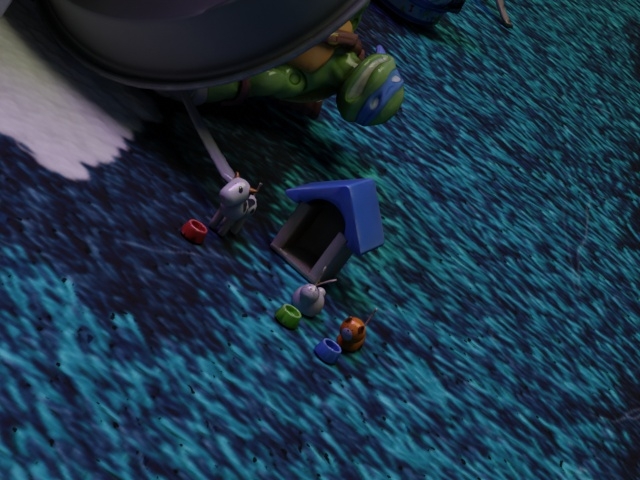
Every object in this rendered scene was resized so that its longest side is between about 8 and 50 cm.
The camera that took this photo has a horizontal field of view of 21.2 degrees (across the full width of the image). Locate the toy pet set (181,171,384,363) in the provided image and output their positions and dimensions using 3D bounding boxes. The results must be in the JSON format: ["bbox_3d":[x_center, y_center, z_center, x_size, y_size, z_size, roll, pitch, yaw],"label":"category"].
[{"bbox_3d":[0.000,0.000,1.014,0.122,0.065,0.114,41,21,12],"label":"toy pet set"}]

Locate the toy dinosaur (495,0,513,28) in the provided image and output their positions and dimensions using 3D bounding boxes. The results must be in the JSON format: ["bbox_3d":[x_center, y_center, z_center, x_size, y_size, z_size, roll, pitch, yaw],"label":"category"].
[{"bbox_3d":[0.141,-0.356,2.005,0.118,0.064,0.268,26,25,-41],"label":"toy dinosaur"}]

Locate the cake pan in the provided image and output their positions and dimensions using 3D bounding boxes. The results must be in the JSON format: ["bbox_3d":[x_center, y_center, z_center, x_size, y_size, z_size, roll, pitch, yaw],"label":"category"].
[{"bbox_3d":[-0.071,-0.236,1.098,0.293,0.293,0.054,51,0,34],"label":"cake pan"}]

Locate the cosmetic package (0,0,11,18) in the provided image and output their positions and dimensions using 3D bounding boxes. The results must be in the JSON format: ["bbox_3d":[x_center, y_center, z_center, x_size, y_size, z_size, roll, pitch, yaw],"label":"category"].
[{"bbox_3d":[-0.223,-0.286,1.060,0.138,0.224,0.224,22,25,-31],"label":"cosmetic package"}]

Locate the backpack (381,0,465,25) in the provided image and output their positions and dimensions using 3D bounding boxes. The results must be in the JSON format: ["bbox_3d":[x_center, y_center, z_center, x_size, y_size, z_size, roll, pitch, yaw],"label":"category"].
[{"bbox_3d":[0.093,-0.267,1.700,0.105,0.084,0.114,43,17,20],"label":"backpack"}]

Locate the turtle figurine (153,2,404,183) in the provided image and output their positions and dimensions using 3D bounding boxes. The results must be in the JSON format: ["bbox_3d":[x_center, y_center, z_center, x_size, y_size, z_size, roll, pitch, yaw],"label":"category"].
[{"bbox_3d":[-0.054,-0.190,1.160,0.266,0.198,0.275,36,17,13],"label":"turtle figurine"}]
